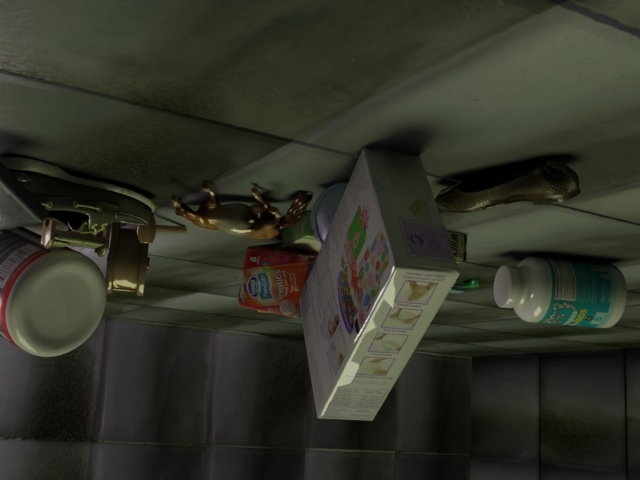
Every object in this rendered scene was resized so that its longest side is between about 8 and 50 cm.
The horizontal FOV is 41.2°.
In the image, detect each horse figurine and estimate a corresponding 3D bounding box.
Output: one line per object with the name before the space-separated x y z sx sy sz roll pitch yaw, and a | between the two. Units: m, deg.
horse figurine | -0.144 -0.048 1.484 0.263 0.066 0.174 5 162 4

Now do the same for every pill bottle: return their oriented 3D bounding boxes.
pill bottle | -0.611 0.079 1.692 0.363 0.210 0.210 19 180 38
pill bottle | 0.520 0.112 1.868 0.264 0.146 0.146 6 168 -11

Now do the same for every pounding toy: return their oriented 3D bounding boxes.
pounding toy | -0.359 0.042 1.746 0.155 0.154 0.269 6 168 -12

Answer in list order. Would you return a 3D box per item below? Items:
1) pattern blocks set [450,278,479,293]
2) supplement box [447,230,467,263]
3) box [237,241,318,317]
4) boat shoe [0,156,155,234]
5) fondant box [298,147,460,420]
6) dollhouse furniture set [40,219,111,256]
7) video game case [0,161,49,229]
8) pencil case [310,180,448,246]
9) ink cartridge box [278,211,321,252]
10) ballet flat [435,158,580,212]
pattern blocks set | 0.245 0.109 2.214 0.325 0.026 0.285 4 168 -6
supplement box | 0.235 0.015 1.700 0.083 0.056 0.083 10 166 -29
box | -0.064 0.075 1.738 0.128 0.122 0.257 10 -176 13
boat shoe | -0.411 -0.059 1.434 0.109 0.091 0.305 -6 165 39
fondant box | 0.069 0.069 1.227 0.096 0.238 0.330 6 133 -17
dollhouse furniture set | -0.507 -0.025 1.593 0.182 0.101 0.161 11 166 -33
video game case | -0.555 -0.087 1.276 0.274 0.026 0.196 -6 133 39
pencil case | 0.106 -0.018 1.448 0.124 0.113 0.273 -32 150 28
ink cartridge box | 0.000 0.000 1.703 0.171 0.056 0.235 9 165 -25
ballet flat | 0.269 -0.081 1.263 0.084 0.058 0.250 -32 -162 -36
